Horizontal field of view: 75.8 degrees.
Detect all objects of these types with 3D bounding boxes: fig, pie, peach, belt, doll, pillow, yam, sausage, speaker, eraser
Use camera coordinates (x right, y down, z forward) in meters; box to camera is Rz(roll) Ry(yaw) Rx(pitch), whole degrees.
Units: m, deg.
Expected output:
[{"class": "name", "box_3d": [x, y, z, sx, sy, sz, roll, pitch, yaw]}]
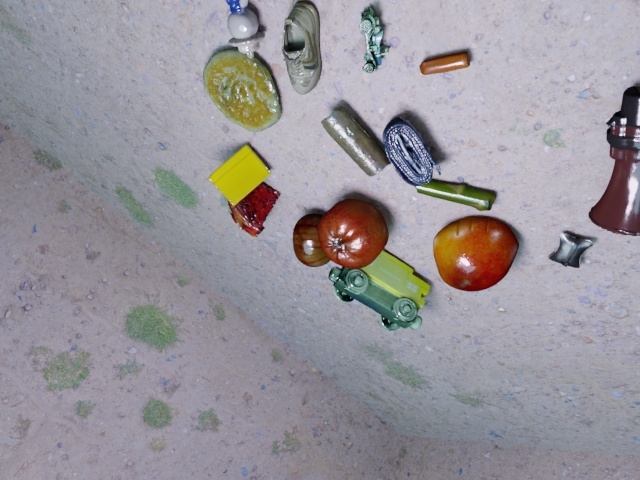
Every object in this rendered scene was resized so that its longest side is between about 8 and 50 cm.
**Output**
[{"class": "fig", "box_3d": [-0.017, -0.004, 1.778, 0.214, 0.235, 0.235, -23, 121, 21]}, {"class": "pie", "box_3d": [-0.271, -0.532, 1.461, 0.323, 0.070, 0.323, 19, 141, 16]}, {"class": "peach", "box_3d": [0.542, 0.052, 1.429, 0.274, 0.245, 0.248, -17, 151, 37]}, {"class": "belt", "box_3d": [0.274, -0.281, 1.290, 0.122, 0.128, 0.218, -30, 114, 21]}, {"class": "doll", "box_3d": [-0.243, -0.689, 1.209, 0.138, 0.119, 0.293, 19, 139, 34]}, {"class": "pillow", "box_3d": [0.794, 0.033, 1.310, 0.091, 0.055, 0.136, 48, 157, 39]}, {"class": "yam", "box_3d": [0.119, -0.326, 1.365, 0.259, 0.106, 0.106, 46, 144, -13]}, {"class": "sausage", "box_3d": [0.324, -0.464, 1.081, 0.131, 0.041, 0.039, 5, 134, 35]}, {"class": "speaker", "box_3d": [0.794, -0.179, 0.943, 0.259, 0.198, 0.330, 21, 138, 39]}, {"class": "eraser", "box_3d": [-0.333, -0.269, 1.696, 0.158, 0.226, 0.069, 50, 170, -13]}]

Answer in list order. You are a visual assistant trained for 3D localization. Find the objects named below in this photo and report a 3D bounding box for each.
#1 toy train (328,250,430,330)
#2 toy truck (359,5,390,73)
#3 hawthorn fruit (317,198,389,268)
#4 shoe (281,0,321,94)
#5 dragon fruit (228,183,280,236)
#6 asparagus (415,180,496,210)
[{"class": "toy train", "box_3d": [0.256, 0.192, 1.744, 0.442, 0.272, 0.179, 31, 147, -3]}, {"class": "toy truck", "box_3d": [0.148, -0.539, 1.108, 0.078, 0.080, 0.154, -2, 137, 11]}, {"class": "hawthorn fruit", "box_3d": [0.128, -0.032, 1.600, 0.275, 0.299, 0.275, 4, 106, 15]}, {"class": "shoe", "box_3d": [-0.065, -0.558, 1.235, 0.103, 0.098, 0.275, 24, 146, 20]}, {"class": "dragon fruit", "box_3d": [-0.296, -0.138, 1.895, 0.240, 0.302, 0.330, -6, 164, -4]}, {"class": "asparagus", "box_3d": [0.431, -0.157, 1.361, 0.277, 0.060, 0.067, 16, 153, 25]}]
